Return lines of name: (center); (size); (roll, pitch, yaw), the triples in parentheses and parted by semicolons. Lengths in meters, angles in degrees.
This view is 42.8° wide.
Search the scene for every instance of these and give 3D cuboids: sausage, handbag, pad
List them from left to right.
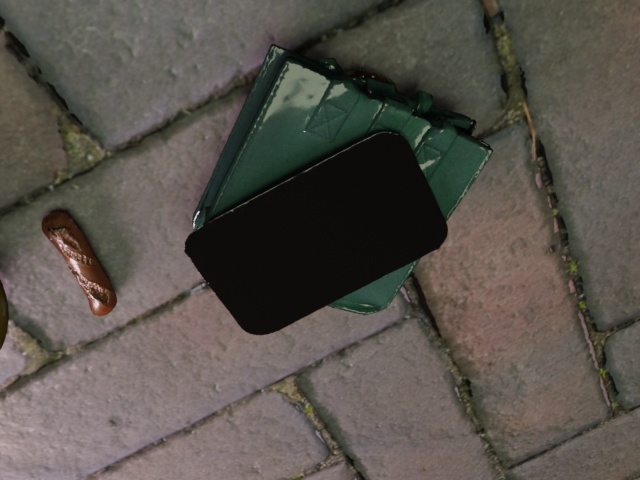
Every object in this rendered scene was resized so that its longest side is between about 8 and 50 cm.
sausage: (-0.274, 0.031, 0.946); (0.036, 0.042, 0.158); (-46, 139, -30)
pad: (0.000, 0.000, 0.902); (0.267, 0.004, 0.181); (-27, 127, 7)
handbag: (0.015, -0.062, 0.927); (0.268, 0.100, 0.274); (15, 119, -22)

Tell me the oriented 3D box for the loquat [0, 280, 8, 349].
loquat: (-0.414, 0.070, 0.867); (0.152, 0.152, 0.195); (-10, 120, -9)
